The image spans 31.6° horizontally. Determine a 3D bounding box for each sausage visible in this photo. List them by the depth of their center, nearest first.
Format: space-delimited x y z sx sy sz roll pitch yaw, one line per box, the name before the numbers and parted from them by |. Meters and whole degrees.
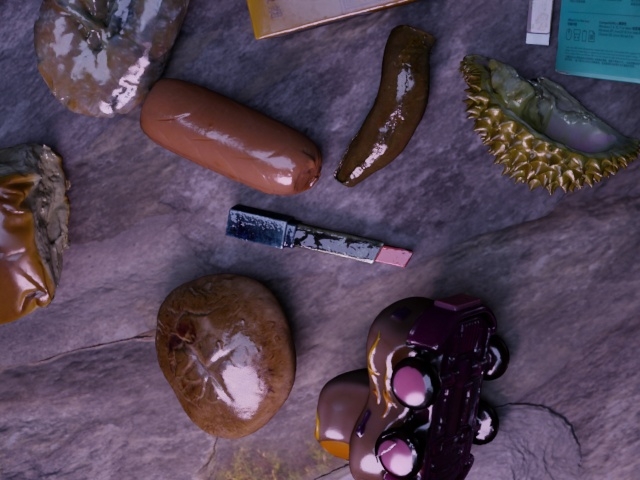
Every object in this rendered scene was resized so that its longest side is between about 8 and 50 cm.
sausage | -0.142 -0.163 1.824 0.304 0.121 0.121 24 107 11

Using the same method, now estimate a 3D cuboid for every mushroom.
mushroom | -0.165 0.190 1.891 0.278 0.146 0.278 3 99 22

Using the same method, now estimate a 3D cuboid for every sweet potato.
sweet potato | 0.107 -0.200 1.773 0.112 0.085 0.286 48 126 38

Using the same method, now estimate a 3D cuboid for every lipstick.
lipstick | 0.000 0.000 1.855 0.312 0.051 0.051 13 103 11

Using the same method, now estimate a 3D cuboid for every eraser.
eraser | 0.331 -0.337 1.703 0.038 0.019 0.083 6 103 14

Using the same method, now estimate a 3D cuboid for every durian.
durian | 0.317 -0.175 1.678 0.306 0.172 0.166 35 85 15

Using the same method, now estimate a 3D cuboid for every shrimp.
shrimp | -0.312 -0.404 1.817 0.221 0.110 0.446 27 107 -10

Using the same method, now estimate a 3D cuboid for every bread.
bread | -0.550 -0.006 1.920 0.250 0.225 0.279 -8 103 19

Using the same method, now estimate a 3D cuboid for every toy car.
toy car | 0.132 0.235 1.779 0.240 0.271 0.341 17 104 33

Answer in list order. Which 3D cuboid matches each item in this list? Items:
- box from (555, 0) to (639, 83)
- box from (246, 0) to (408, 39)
box | 0.447 -0.375 1.562 0.205 0.118 0.312 18 110 52
box | 0.076 -0.477 1.698 0.415 0.116 0.264 -10 97 19
